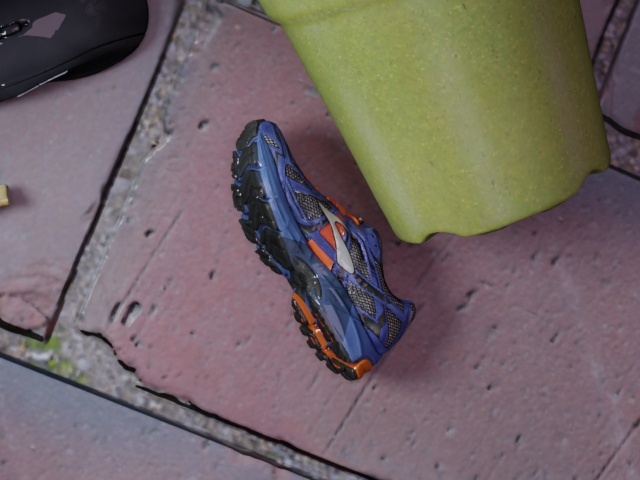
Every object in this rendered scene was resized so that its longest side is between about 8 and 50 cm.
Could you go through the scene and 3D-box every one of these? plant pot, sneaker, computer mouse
[{"bbox_3d":[0.098,-0.145,1.364,0.276,0.276,0.254,-23,104,-9],"label":"plant pot"},{"bbox_3d":[0.000,0.000,1.427,0.087,0.083,0.221,-31,99,-22],"label":"sneaker"},{"bbox_3d":[-0.251,-0.119,1.391,0.262,0.060,0.184,-14,90,-9],"label":"computer mouse"}]
